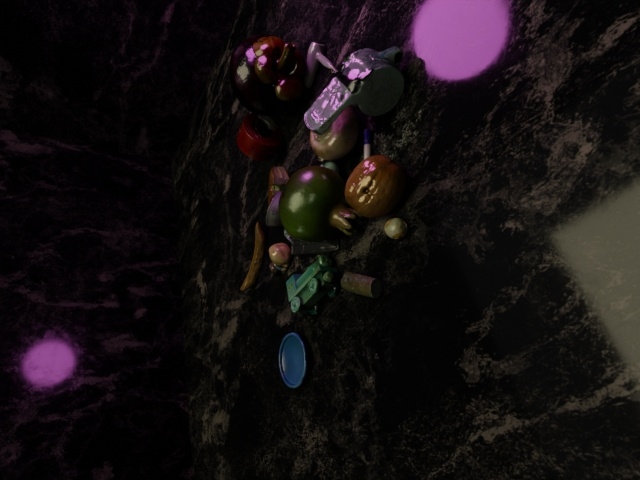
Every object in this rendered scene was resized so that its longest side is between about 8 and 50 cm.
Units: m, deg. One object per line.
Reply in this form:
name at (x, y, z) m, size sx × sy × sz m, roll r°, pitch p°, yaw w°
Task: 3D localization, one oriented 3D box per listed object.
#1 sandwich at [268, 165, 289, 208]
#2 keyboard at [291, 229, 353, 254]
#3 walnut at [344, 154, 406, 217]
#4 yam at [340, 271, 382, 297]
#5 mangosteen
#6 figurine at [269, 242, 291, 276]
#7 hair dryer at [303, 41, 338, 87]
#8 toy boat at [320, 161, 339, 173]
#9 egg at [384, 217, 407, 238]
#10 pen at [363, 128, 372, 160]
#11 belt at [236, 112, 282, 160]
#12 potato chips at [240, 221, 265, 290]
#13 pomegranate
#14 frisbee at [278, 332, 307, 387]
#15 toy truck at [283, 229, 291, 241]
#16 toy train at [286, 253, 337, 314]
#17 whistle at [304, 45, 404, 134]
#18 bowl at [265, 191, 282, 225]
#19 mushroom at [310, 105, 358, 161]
sandwich at (-0.216, -0.269, 2.139) m, size 0.088 × 0.090 × 0.244 m, roll 2°, pitch 86°, yaw 59°
keyboard at (0.010, 0.001, 1.776) m, size 0.381 × 0.041 × 0.103 m, roll -8°, pitch 79°, yaw 46°
walnut at (0.189, -0.186, 1.443) m, size 0.221 × 0.196 × 0.195 m, roll -56°, pitch 42°, yaw 32°
yam at (0.150, 0.162, 1.533) m, size 0.179 × 0.078 × 0.078 m, roll 6°, pitch 89°, yaw 56°
mangosteen at (-0.237, -0.813, 2.046) m, size 0.436 × 0.382 × 0.381 m, roll 4°, pitch 87°, yaw 41°
figurine at (-0.205, 0.101, 2.067) m, size 0.114 × 0.108 × 0.195 m, roll -104°, pitch 20°, yaw -44°
hair dryer at (0.007, -0.796, 1.950) m, size 0.237 × 0.076 × 0.206 m, roll 43°, pitch 127°, yaw 41°
toy boat at (0.004, -0.252, 1.791) m, size 0.207 × 0.079 × 0.134 m, roll -53°, pitch 20°, yaw 39°
egg at (0.253, -0.041, 1.422) m, size 0.083 × 0.071 × 0.071 m, roll -14°, pitch 73°, yaw 58°
pen at (0.180, -0.297, 1.609) m, size 0.033 × 0.033 × 0.268 m, roll -10°, pitch 76°, yaw 55°
belt at (-0.323, -0.558, 2.234) m, size 0.115 × 0.228 × 0.323 m, roll -53°, pitch 25°, yaw 36°
potato chips at (-0.359, 0.100, 2.297) m, size 0.057 × 0.080 × 0.406 m, roll -126°, pitch 49°, yaw -66°
pomegranate at (-0.017, -0.125, 1.629) m, size 0.359 × 0.216 × 0.309 m, roll 29°, pitch 110°, yaw 32°
frisbee at (-0.116, 0.538, 1.883) m, size 0.242 × 0.045 × 0.241 m, roll -13°, pitch 75°, yaw 54°
toy truck at (-0.088, -0.059, 1.926) m, size 0.115 × 0.080 × 0.177 m, roll 54°, pitch 127°, yaw 33°
toy train at (-0.039, 0.187, 1.774) m, size 0.298 × 0.120 × 0.194 m, roll -48°, pitch 42°, yaw 40°
whistle at (0.119, -0.545, 1.509) m, size 0.188 × 0.405 × 0.168 m, roll 71°, pitch 173°, yaw -49°
bowl at (-0.187, -0.139, 2.047) m, size 0.086 × 0.189 × 0.188 m, roll 23°, pitch 107°, yaw 13°
mushroom at (0.048, -0.442, 1.705) m, size 0.255 × 0.184 × 0.254 m, roll -12°, pitch 72°, yaw 40°
